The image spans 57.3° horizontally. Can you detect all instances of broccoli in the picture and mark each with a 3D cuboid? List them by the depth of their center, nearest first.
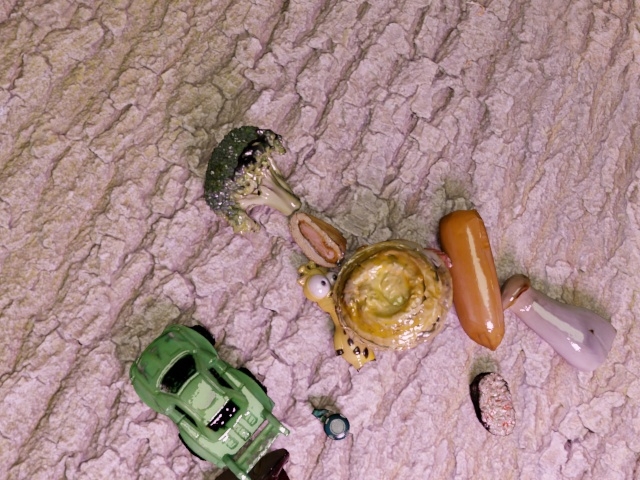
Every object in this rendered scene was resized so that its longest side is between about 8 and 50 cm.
[{"bbox_3d":[-0.147,-0.137,1.389,0.243,0.247,0.263,31,32,-33],"label":"broccoli"}]

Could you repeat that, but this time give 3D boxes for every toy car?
[{"bbox_3d":[-0.249,0.349,1.295,0.359,0.176,0.213,44,76,2],"label":"toy car"}]

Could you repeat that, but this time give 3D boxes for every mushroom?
[{"bbox_3d":[0.596,0.199,1.489,0.329,0.122,0.159,34,41,-2],"label":"mushroom"}]

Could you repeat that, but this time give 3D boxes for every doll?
[{"bbox_3d":[0.041,0.175,1.416,0.117,0.086,0.291,-24,82,-42],"label":"doll"}]

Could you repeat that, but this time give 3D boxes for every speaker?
[{"bbox_3d":[0.027,0.423,1.374,0.060,0.075,0.094,-36,77,-13],"label":"speaker"}]

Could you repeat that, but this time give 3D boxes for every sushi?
[{"bbox_3d":[0.421,0.399,1.433,0.090,0.078,0.150,-9,82,-10],"label":"sushi"}]

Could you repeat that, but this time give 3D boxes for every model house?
[{"bbox_3d":[-0.138,0.590,1.309,0.203,0.141,0.164,-22,104,8],"label":"model house"}]

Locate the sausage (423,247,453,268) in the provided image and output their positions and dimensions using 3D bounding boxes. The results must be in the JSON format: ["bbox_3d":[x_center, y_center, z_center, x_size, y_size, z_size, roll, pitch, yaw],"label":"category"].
[{"bbox_3d":[0.228,0.140,1.422,0.148,0.148,0.254,25,72,-3],"label":"sausage"}]

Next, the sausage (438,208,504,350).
[{"bbox_3d":[0.378,0.101,1.454,0.116,0.134,0.354,-3,77,-34],"label":"sausage"}]

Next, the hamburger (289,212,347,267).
[{"bbox_3d":[0.006,0.002,1.446,0.176,0.102,0.087,39,111,19],"label":"hamburger"}]

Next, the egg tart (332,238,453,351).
[{"bbox_3d":[0.159,0.114,1.321,0.279,0.095,0.279,-5,66,12],"label":"egg tart"}]
